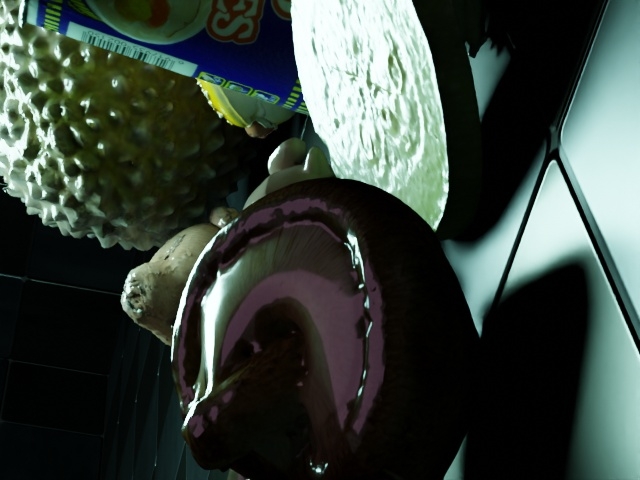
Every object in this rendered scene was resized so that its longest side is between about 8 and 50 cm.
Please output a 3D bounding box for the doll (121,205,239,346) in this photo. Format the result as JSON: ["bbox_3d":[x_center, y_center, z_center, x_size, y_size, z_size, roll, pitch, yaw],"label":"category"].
[{"bbox_3d":[-0.145,0.104,1.732,0.303,0.156,0.201,-102,30,-53],"label":"doll"}]

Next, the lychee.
[{"bbox_3d":[-0.241,-0.187,1.898,0.380,0.380,0.432,111,161,-45],"label":"lychee"}]

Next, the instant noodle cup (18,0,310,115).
[{"bbox_3d":[-0.114,-0.267,1.469,0.284,0.312,0.284,-169,90,-80],"label":"instant noodle cup"}]

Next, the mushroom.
[{"bbox_3d":[0.012,0.067,0.935,0.231,0.138,0.194,26,88,49],"label":"mushroom"}]

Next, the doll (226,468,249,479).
[{"bbox_3d":[-0.063,0.222,1.447,0.165,0.057,0.139,-168,92,-75],"label":"doll"}]

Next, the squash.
[{"bbox_3d":[0.046,-0.102,0.999,0.219,0.041,0.219,53,153,42],"label":"squash"}]

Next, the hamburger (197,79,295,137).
[{"bbox_3d":[-0.083,-0.215,1.702,0.116,0.173,0.210,-27,42,27],"label":"hamburger"}]

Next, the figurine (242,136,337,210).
[{"bbox_3d":[0.000,0.000,1.162,0.125,0.125,0.138,113,154,-49],"label":"figurine"}]

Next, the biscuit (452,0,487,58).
[{"bbox_3d":[0.065,-0.239,1.033,0.108,0.062,0.239,-159,65,-71],"label":"biscuit"}]
